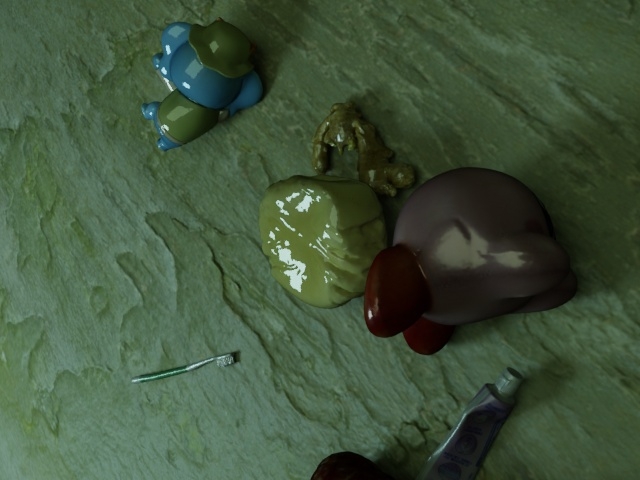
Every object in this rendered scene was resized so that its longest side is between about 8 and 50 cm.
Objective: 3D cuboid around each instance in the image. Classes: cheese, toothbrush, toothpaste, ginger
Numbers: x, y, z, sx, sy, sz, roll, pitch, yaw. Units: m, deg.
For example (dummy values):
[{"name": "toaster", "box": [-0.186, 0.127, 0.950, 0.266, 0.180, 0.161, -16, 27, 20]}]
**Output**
[{"name": "cheese", "box": [0.000, 0.000, 1.160, 0.226, 0.117, 0.214, 4, 103, 42]}, {"name": "toothbrush", "box": [-0.262, 0.243, 1.365, 0.257, 0.018, 0.024, -16, 83, 29]}, {"name": "toothpaste", "box": [0.204, 0.310, 1.052, 0.075, 0.048, 0.301, 29, 108, 3]}, {"name": "ginger", "box": [0.059, -0.148, 1.187, 0.193, 0.052, 0.176, -9, 86, 32]}]

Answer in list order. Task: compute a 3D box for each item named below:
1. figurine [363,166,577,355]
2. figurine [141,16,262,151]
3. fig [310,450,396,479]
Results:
[{"name": "figurine", "box": [0.189, 0.012, 0.986, 0.261, 0.269, 0.211, -22, 68, 19]}, {"name": "figurine", "box": [-0.232, -0.289, 1.328, 0.262, 0.154, 0.180, -34, 80, 21]}, {"name": "fig", "box": [0.068, 0.452, 1.066, 0.170, 0.145, 0.274, 172, 88, -67]}]
